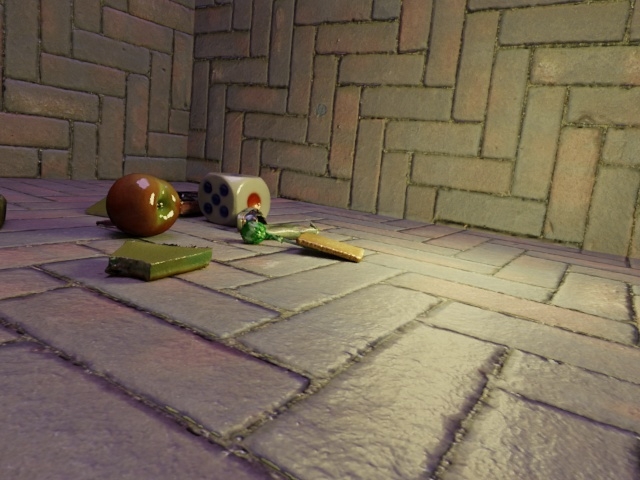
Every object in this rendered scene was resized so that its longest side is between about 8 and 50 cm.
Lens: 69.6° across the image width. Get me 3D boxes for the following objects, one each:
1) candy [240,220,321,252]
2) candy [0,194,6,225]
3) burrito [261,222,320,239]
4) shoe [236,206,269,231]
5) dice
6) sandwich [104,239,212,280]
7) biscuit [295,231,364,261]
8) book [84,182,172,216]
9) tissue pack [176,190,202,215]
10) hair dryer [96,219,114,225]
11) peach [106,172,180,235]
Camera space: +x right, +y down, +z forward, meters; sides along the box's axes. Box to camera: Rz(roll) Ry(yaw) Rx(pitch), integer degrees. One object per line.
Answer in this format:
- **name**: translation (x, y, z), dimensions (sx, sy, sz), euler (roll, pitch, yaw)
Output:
- **candy**: translation (-0.149, -0.004, 1.760), dimensions (0.324, 0.097, 0.097), euler (14, 11, 5)
- **candy**: translation (-1.156, -0.107, 1.600), dimensions (0.102, 0.104, 0.234), euler (2, 11, -29)
- **burrito**: translation (-0.143, -0.038, 1.950), dimensions (0.309, 0.066, 0.096), euler (-3, 16, -32)
- **shoe**: translation (-0.285, -0.094, 2.062), dimensions (0.126, 0.099, 0.227), euler (1, 13, 16)
- **dice**: translation (-0.414, -0.199, 2.215), dimensions (0.251, 0.242, 0.259), euler (13, 15, 31)
- **sandwich**: translation (-0.428, 0.061, 1.244), dimensions (0.245, 0.063, 0.212), euler (4, 14, -8)
- **biscuit**: translation (0.039, 0.024, 1.715), dimensions (0.250, 0.030, 0.160), euler (17, 13, 6)
- **book**: translation (-0.884, -0.198, 2.147), dimensions (0.239, 0.035, 0.352), euler (7, 32, 14)
- **tissue pack**: translation (-0.694, -0.197, 2.354), dimensions (0.245, 0.123, 0.332), euler (8, 10, 24)
- **hair dryer**: translation (-0.803, -0.072, 1.804), dimensions (0.154, 0.053, 0.106), euler (2, 6, 0)
- **peach**: translation (-0.651, -0.128, 1.681), dimensions (0.253, 0.252, 0.252), euler (6, 10, -1)
